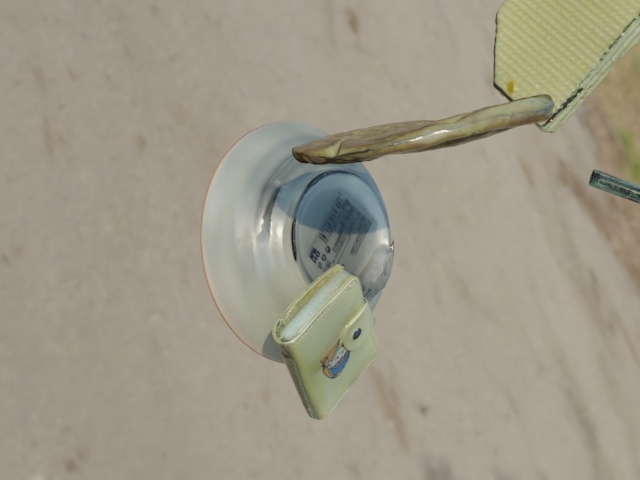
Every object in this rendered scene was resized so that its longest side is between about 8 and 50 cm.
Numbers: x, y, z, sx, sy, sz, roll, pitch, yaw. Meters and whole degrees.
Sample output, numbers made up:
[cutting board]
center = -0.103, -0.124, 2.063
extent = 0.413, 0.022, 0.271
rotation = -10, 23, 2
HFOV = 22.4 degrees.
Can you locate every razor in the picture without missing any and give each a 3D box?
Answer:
[razor]
center = 0.368, -0.037, 1.662
extent = 0.033, 0.190, 0.066
rotation = -35, 142, -59

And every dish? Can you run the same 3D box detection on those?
[dish]
center = 0.000, 0.000, 1.690
extent = 0.260, 0.085, 0.260
rotation = 4, 85, -43

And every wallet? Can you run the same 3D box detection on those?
[wallet]
center = 0.007, 0.100, 1.614
extent = 0.039, 0.110, 0.155
rotation = 33, -22, 29

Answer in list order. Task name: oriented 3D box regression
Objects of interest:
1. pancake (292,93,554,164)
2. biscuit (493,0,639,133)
[pancake]
center = 0.094, -0.097, 1.467
extent = 0.250, 0.250, 0.031
rotation = -15, 95, -73
[biscuit]
center = 0.287, -0.251, 1.780
extent = 0.150, 0.252, 0.052
rotation = 45, 9, 32
